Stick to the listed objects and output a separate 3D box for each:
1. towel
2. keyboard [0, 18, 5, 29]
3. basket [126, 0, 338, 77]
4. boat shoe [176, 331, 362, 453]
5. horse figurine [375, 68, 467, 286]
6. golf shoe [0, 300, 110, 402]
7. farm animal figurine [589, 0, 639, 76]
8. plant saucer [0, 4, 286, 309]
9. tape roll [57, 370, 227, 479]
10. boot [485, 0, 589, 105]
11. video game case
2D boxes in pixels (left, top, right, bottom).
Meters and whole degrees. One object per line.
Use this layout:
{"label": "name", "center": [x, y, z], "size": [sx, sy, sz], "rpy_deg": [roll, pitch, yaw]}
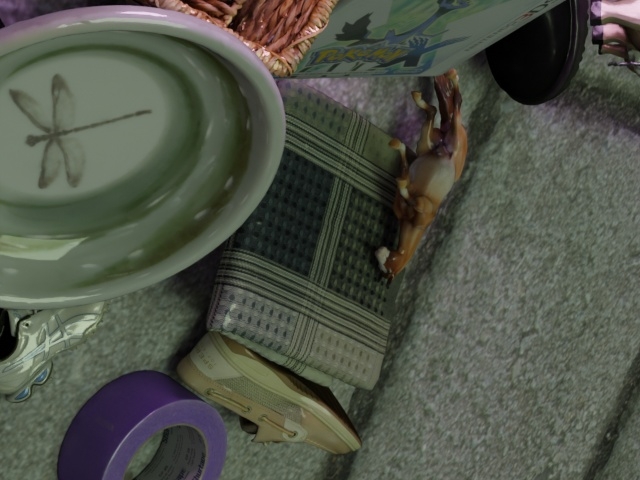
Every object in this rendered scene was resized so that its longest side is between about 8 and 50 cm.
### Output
{"label": "towel", "center": [0.000, 0.000, 2.080], "size": [0.324, 0.056, 0.312], "rpy_deg": [28, 72, -50]}
{"label": "keyboard", "center": [-0.361, -0.137, 1.657], "size": [0.192, 0.038, 0.100], "rpy_deg": [-47, 139, -17]}
{"label": "basket", "center": [-0.082, -0.347, 1.684], "size": [0.213, 0.223, 0.299], "rpy_deg": [33, 89, -51]}
{"label": "boat shoe", "center": [-0.059, 0.193, 2.141], "size": [0.098, 0.109, 0.302], "rpy_deg": [-42, 137, 8]}
{"label": "horse figurine", "center": [0.126, -0.094, 2.119], "size": [0.174, 0.066, 0.263], "rpy_deg": [74, 33, -51]}
{"label": "golf shoe", "center": [-0.289, 0.084, 1.851], "size": [0.176, 0.069, 0.086], "rpy_deg": [-53, 135, -11]}
{"label": "farm animal figurine", "center": [0.422, -0.364, 2.136], "size": [0.330, 0.172, 0.327], "rpy_deg": [-4, 99, -77]}
{"label": "plant saucer", "center": [-0.236, -0.096, 1.697], "size": [0.400, 0.101, 0.400], "rpy_deg": [-13, 143, -10]}
{"label": "tape roll", "center": [-0.203, 0.250, 2.034], "size": [0.189, 0.080, 0.189], "rpy_deg": [-27, 131, -35]}
{"label": "boot", "center": [0.190, -0.300, 2.081], "size": [0.260, 0.131, 0.348], "rpy_deg": [-24, 124, -40]}
{"label": "video game case", "center": [0.112, -0.244, 1.873], "size": [0.329, 0.300, 0.036], "rpy_deg": [-6, 74, -43]}
